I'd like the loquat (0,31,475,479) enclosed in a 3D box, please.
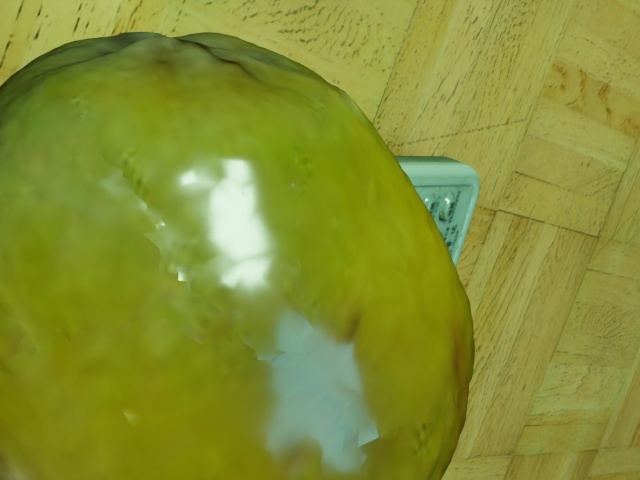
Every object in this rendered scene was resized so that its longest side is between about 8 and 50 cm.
[{"bbox_3d":[-0.061,0.036,0.715,0.276,0.276,0.283,-25,116,-46],"label":"loquat"}]

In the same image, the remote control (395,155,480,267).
[{"bbox_3d":[0.000,0.000,0.987,0.335,0.066,0.128,-4,116,-55],"label":"remote control"}]
